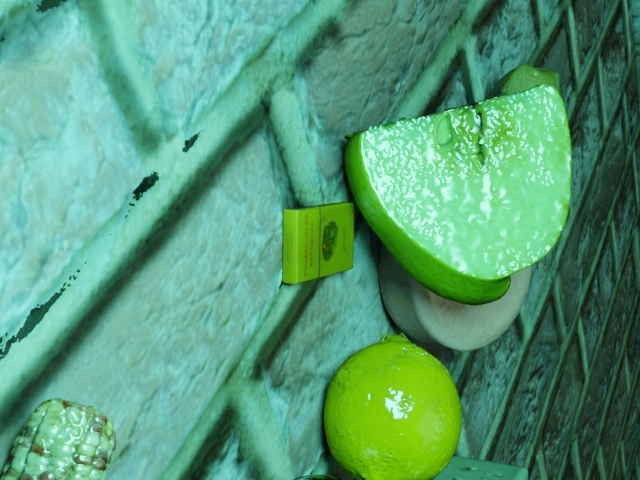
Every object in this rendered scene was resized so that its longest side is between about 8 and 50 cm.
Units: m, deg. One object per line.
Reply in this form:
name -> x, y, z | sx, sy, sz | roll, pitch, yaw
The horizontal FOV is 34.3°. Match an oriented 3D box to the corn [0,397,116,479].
corn -> -0.218, 0.236, 0.775 | 0.079, 0.079, 0.237 | 43, 57, -57

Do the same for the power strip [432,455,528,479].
power strip -> 0.258, 0.486, 1.685 | 0.139, 0.140, 0.224 | -33, 122, -59

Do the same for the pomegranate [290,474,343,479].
pomegranate -> -0.013, 0.353, 1.038 | 0.270, 0.254, 0.254 | 55, 45, -35

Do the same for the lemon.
lemon -> 0.089, 0.212, 1.281 | 0.173, 0.173, 0.206 | 39, 47, -58

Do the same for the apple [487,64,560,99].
apple -> 0.321, -0.175, 1.754 | 0.193, 0.120, 0.265 | 14, 78, -50

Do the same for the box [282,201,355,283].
box -> 0.000, 0.000, 1.239 | 0.155, 0.023, 0.086 | -10, 100, -63

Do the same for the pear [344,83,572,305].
pear -> 0.182, -0.052, 1.304 | 0.159, 0.292, 0.292 | 143, -44, -78

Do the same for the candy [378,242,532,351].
candy -> 0.199, 0.030, 1.467 | 0.255, 0.094, 0.255 | -4, 97, -37
